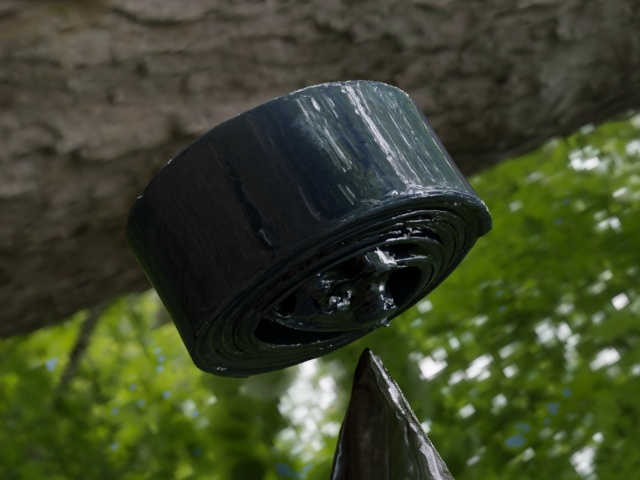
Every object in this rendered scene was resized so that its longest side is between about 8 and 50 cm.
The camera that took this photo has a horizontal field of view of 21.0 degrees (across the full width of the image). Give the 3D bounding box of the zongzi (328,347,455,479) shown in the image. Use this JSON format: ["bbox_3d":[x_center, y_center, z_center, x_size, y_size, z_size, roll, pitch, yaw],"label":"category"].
[{"bbox_3d":[0.107,0.307,0.731,0.403,0.207,0.432,36,-46,56],"label":"zongzi"}]

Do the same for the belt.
[{"bbox_3d":[0.000,0.000,0.780,0.141,0.190,0.082,-36,-108,16],"label":"belt"}]
